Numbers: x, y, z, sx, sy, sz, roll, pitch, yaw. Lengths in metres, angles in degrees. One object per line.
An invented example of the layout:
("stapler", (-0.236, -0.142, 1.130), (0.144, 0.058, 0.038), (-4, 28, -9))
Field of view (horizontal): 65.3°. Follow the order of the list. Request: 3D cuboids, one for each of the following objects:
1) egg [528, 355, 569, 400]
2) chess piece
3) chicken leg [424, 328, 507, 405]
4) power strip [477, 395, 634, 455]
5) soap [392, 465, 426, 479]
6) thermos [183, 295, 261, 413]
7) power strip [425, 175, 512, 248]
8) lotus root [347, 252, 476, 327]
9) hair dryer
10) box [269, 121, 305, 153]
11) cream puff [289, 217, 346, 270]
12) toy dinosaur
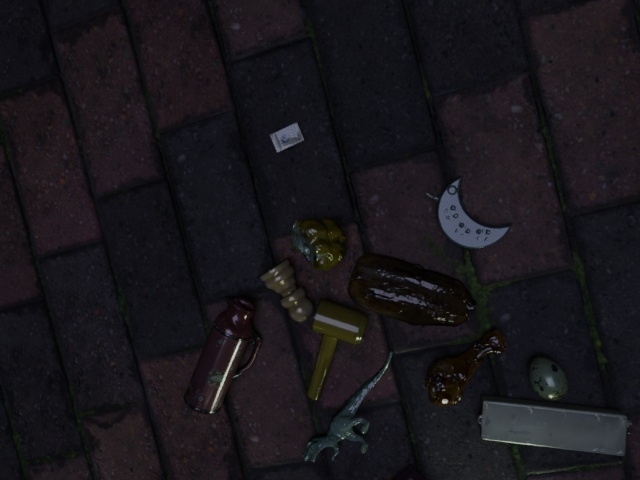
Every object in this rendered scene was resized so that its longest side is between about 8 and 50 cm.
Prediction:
("egg", (0.555, 0.335, 1.221), (0.085, 0.085, 0.110), (-31, 76, 12))
("chess piece", (-0.083, 0.141, 1.343), (0.094, 0.094, 0.171), (-30, 95, 12))
("chicken leg", (0.365, 0.318, 1.267), (0.251, 0.087, 0.107), (-42, 106, 5))
("power strip", (0.581, 0.461, 1.246), (0.366, 0.043, 0.106), (3, 95, 12))
("soap", (0.213, 0.751, 1.326), (0.181, 0.081, 0.259), (43, 100, 5))
("thermos", (-0.255, 0.309, 1.374), (0.136, 0.109, 0.331), (25, 99, 9))
("power strip", (0.357, -0.064, 1.251), (0.216, 0.044, 0.137), (43, 102, 5))
("lotus root", (0.229, 0.143, 1.277), (0.329, 0.078, 0.167), (13, 99, 11))
("hair dryer", (0.027, 0.303, 1.336), (0.134, 0.090, 0.279), (17, 104, 8))
("box", (-0.087, -0.274, 1.337), (0.083, 0.024, 0.054), (-23, 92, 12))
("cream puff", (0.001, 0.000, 1.288), (0.156, 0.156, 0.121), (20, 114, 10))
("toy dinosaur", (0.107, 0.477, 1.327), (0.383, 0.076, 0.129), (-46, 61, 5))
